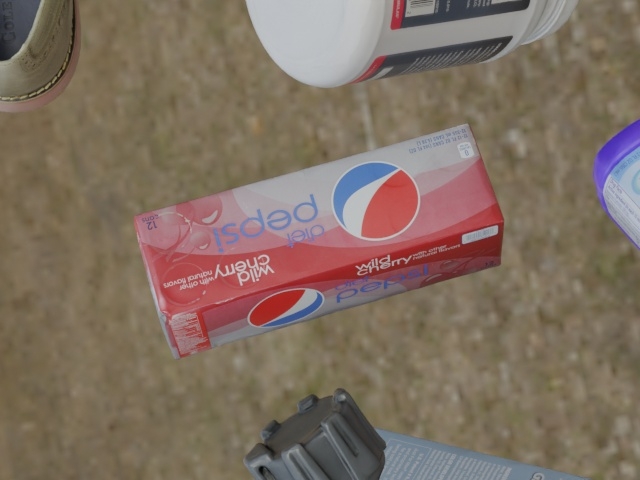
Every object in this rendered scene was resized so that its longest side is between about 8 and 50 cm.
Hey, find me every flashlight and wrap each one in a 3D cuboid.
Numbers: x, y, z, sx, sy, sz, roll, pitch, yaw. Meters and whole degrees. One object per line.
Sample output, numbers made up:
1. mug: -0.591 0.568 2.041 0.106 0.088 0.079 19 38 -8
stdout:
1. flashlight: 0.071 0.250 1.492 0.304 0.103 0.103 57 -146 -18

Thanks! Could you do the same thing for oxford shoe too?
1. oxford shoe: -0.250 -0.301 1.436 0.146 0.140 0.397 143 113 -83

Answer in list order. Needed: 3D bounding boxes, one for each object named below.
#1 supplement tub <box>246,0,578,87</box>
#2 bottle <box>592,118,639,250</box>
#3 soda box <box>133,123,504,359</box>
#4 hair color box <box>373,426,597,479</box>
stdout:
1. supplement tub: 0.085 -0.247 1.722 0.191 0.272 0.191 20 116 49
2. bottle: 0.329 0.004 1.522 0.283 0.118 0.092 56 175 46
3. soda box: 0.000 0.000 1.432 0.083 0.263 0.092 84 169 -65
4. hair color box: 0.173 0.321 1.929 0.113 0.374 0.185 -54 -34 -44
